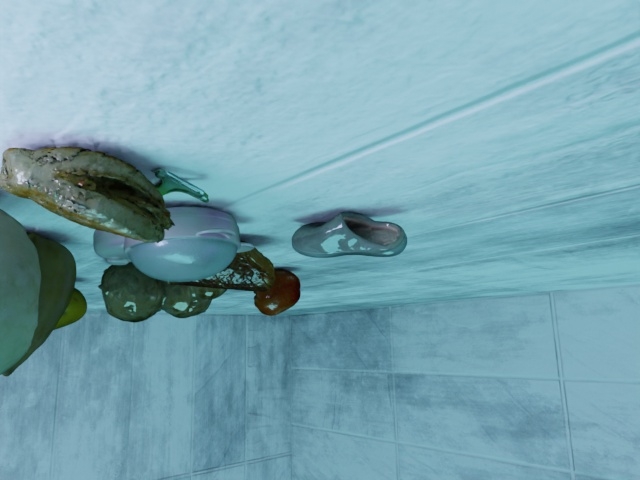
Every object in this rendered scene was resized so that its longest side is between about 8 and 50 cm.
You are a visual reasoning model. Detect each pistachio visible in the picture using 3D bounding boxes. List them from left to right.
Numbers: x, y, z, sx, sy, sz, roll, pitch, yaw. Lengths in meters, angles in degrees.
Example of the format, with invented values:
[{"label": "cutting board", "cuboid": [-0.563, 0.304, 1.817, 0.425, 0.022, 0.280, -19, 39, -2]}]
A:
[{"label": "pistachio", "cuboid": [-0.539, 0.114, 0.887, 0.163, 0.260, 0.212, 10, 158, -6]}]

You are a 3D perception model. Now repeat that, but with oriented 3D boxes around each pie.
[{"label": "pie", "cuboid": [-0.259, -0.051, 0.555, 0.163, 0.078, 0.193, 9, 170, 15]}]

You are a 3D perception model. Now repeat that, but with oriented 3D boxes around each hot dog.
[{"label": "hot dog", "cuboid": [-0.204, 0.049, 0.986, 0.227, 0.099, 0.160, 4, 167, -20]}]

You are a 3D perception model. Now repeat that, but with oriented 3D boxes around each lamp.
[{"label": "lamp", "cuboid": [-0.240, 0.012, 0.787, 0.246, 0.107, 0.179, -3, 164, 8]}]

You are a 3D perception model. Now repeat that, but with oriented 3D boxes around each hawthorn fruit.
[{"label": "hawthorn fruit", "cuboid": [-0.120, 0.144, 1.393, 0.138, 0.132, 0.133, -13, 168, 3]}]

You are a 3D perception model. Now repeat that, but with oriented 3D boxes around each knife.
[{"label": "knife", "cuboid": [-0.212, -0.057, 0.647, 0.078, 0.022, 0.166, 35, 149, -33]}]

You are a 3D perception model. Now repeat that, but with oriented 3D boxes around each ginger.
[{"label": "ginger", "cuboid": [-0.381, 0.119, 1.234, 0.304, 0.155, 0.244, -6, 164, -19]}]

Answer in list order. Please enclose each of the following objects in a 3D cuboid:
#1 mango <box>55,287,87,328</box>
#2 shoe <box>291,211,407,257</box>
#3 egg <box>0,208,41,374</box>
[{"label": "mango", "cuboid": [-0.849, 0.193, 1.406, 0.253, 0.182, 0.365, -10, 165, 33]}, {"label": "shoe", "cuboid": [0.042, -0.019, 0.803, 0.195, 0.079, 0.078, 5, 132, 20]}, {"label": "egg", "cuboid": [-0.518, 0.059, 0.557, 0.336, 0.278, 0.278, 4, 168, -43]}]
